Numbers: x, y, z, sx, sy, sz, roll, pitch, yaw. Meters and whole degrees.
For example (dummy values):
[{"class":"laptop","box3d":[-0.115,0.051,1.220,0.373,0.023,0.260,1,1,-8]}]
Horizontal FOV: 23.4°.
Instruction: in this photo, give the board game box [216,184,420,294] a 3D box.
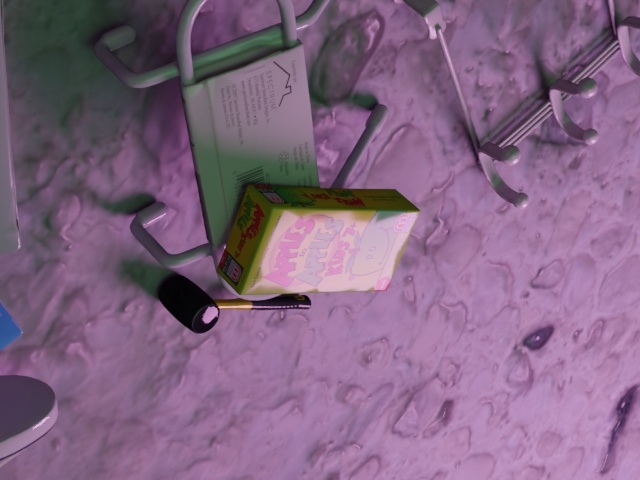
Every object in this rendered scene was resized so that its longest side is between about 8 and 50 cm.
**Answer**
[{"class":"board game box","box3d":[0.000,0.000,1.427,0.181,0.043,0.092,0,122,-41]}]

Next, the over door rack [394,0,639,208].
[{"class":"over door rack","box3d":[0.236,-0.205,1.602,0.239,0.108,0.324,-42,135,-9]}]

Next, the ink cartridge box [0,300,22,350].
[{"class":"ink cartridge box","box3d":[-0.361,0.092,1.331,0.180,0.104,0.060,-38,135,-12]}]

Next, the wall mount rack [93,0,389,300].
[{"class":"wall mount rack","box3d":[-0.043,-0.129,1.428,0.304,0.130,0.350,-23,131,-21]}]

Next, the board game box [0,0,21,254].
[{"class":"board game box","box3d":[-0.313,-0.145,1.069,0.097,0.303,0.224,-17,127,-29]}]

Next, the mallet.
[{"class":"mallet","box3d":[-0.086,0.060,1.583,0.189,0.062,0.039,-4,123,-54]}]

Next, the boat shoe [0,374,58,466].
[{"class":"boat shoe","box3d":[-0.363,0.215,1.421,0.267,0.096,0.088,-27,136,-20]}]
